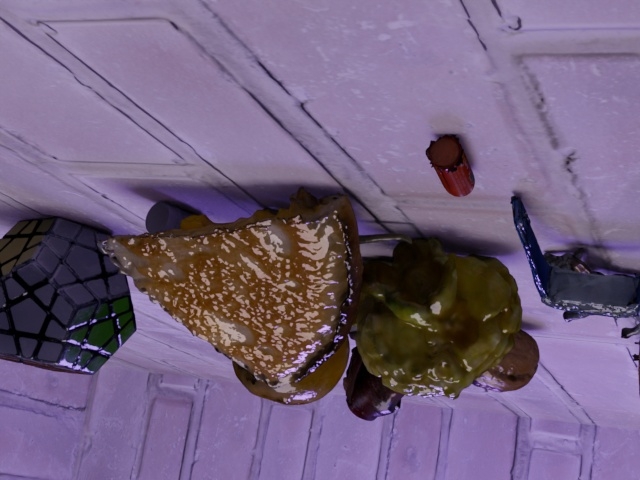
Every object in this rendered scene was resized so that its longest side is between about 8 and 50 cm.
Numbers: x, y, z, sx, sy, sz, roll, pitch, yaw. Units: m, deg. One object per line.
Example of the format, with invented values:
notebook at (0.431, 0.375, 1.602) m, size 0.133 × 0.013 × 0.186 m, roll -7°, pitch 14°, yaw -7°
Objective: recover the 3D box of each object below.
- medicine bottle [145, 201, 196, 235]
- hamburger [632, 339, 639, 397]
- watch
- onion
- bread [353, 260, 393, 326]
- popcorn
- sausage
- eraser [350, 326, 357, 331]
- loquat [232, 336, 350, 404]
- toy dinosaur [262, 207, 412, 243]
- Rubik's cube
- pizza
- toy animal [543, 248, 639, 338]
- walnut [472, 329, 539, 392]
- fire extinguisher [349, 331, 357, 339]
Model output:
medicine bottle at (-0.237, -0.024, 1.802) m, size 0.058 × 0.058 × 0.091 m, roll -2°, pitch 162°, yaw 39°
hamburger at (0.704, 0.279, 2.181) m, size 0.156 × 0.245 × 0.282 m, roll 0°, pitch -152°, yaw 17°
watch at (0.415, 0.023, 1.497) m, size 0.276 × 0.068 × 0.274 m, roll 4°, pitch 151°, yaw 22°
onion at (0.139, 0.252, 2.350) m, size 0.195 × 0.272 × 0.272 m, roll 47°, pitch 163°, yaw 1°
bread at (0.173, 0.116, 1.974) m, size 0.257 × 0.124 × 0.186 m, roll 14°, pitch 172°, yaw -21°
popcorn at (0.182, 0.123, 1.747) m, size 0.271 × 0.257 × 0.224 m, roll 14°, pitch -166°, yaw -4°
sausage at (0.165, -0.083, 1.336) m, size 0.050 × 0.048 × 0.145 m, roll 29°, pitch 174°, yaw 22°
eraser at (0.008, 0.168, 2.397) m, size 0.089 × 0.061 × 0.352 m, roll 16°, pitch 164°, yaw -25°
loquat at (-0.056, 0.222, 2.219) m, size 0.244 × 0.243 × 0.244 m, roll 9°, pitch 166°, yaw 2°
toy dinosaur at (0.000, -0.004, 1.744) m, size 0.200 × 0.072 × 0.251 m, roll 7°, pitch 160°, yaw -22°
Rubik's cube at (-0.497, 0.107, 2.059) m, size 0.264 × 0.318 × 0.319 m, roll -13°, pitch 172°, yaw -16°
pizza at (-0.087, 0.093, 1.740) m, size 0.435 × 0.080 × 0.391 m, roll -6°, pitch 132°, yaw 29°
toy animal at (0.448, 0.091, 1.757) m, size 0.255 × 0.089 × 0.170 m, roll 13°, pitch 160°, yaw -24°
walnut at (0.373, 0.242, 2.287) m, size 0.184 × 0.155 × 0.155 m, roll 18°, pitch 164°, yaw -14°
fire extinguisher at (0.115, 0.219, 2.569) m, size 0.157 × 0.045 × 0.078 m, roll 13°, pitch -173°, yaw -20°
